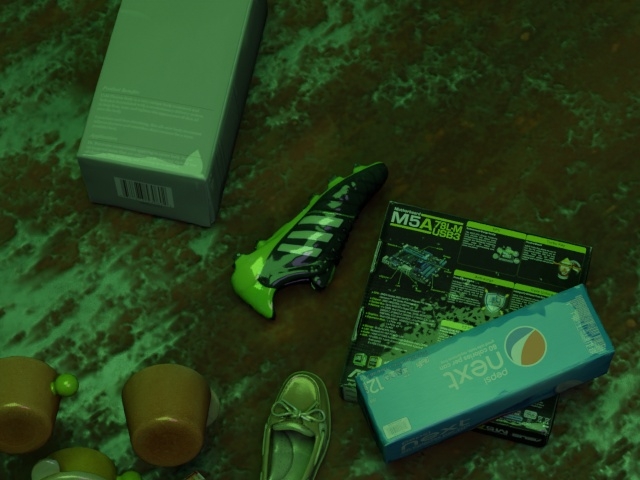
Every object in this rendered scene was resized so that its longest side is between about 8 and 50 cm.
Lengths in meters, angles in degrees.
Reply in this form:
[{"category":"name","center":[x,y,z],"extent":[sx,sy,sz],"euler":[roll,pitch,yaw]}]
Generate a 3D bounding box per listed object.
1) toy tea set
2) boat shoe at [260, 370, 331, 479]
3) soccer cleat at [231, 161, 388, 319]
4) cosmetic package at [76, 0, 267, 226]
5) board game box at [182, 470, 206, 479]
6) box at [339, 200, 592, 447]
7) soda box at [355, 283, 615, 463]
[{"category":"toy tea set","center":[-0.255,0.151,1.623],"extent":[0.336,0.200,0.124],"euler":[5,40,-10]},{"category":"boat shoe","center":[-0.025,0.181,1.659],"extent":[0.056,0.048,0.153],"euler":[13,67,8]},{"category":"soccer cleat","center":[0.000,0.000,1.739],"extent":[0.179,0.060,0.072],"euler":[-40,80,-7]},{"category":"cosmetic package","center":[-0.133,-0.148,1.782],"extent":[0.127,0.107,0.238],"euler":[12,64,7]},{"category":"board game box","center":[-0.118,0.291,1.570],"extent":[0.147,0.045,0.193],"euler":[40,44,18]},{"category":"box","center":[0.129,0.072,1.705],"extent":[0.190,0.045,0.184],"euler":[12,66,8]},{"category":"soda box","center":[0.138,0.113,1.625],"extent":[0.210,0.071,0.067],"euler":[-21,70,-5]}]
